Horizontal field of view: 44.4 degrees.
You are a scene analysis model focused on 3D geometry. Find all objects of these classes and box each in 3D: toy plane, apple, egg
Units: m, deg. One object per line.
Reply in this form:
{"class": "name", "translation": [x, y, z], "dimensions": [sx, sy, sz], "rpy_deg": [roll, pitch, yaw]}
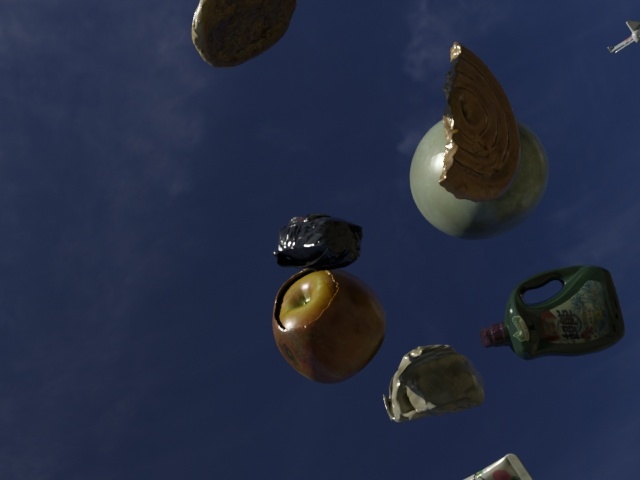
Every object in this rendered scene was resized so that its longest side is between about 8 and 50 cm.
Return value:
{"class": "toy plane", "translation": [0.556, -0.357, 1.285], "dimensions": [0.171, 0.162, 0.065], "rpy_deg": [-26, -94, -30]}
{"class": "apple", "translation": [0.009, 0.162, 1.550], "dimensions": [0.207, 0.237, 0.237], "rpy_deg": [42, -119, -12]}
{"class": "egg", "translation": [0.308, -0.130, 1.551], "dimensions": [0.259, 0.352, 0.258], "rpy_deg": [1, -96, -8]}

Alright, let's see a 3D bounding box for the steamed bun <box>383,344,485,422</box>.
{"class": "steamed bun", "translation": [0.232, 0.291, 1.652], "dimensions": [0.211, 0.218, 0.144], "rpy_deg": [-17, -94, 14]}

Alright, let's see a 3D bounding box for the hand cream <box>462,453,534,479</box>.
{"class": "hand cream", "translation": [0.184, 0.346, 1.011], "dimensions": [0.050, 0.234, 0.080], "rpy_deg": [-22, -104, -50]}

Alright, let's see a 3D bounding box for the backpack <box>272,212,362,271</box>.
{"class": "backpack", "translation": [0.004, 0.000, 1.449], "dimensions": [0.120, 0.165, 0.105], "rpy_deg": [15, -109, -39]}

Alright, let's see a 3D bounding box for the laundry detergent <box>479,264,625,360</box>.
{"class": "laundry detergent", "translation": [0.365, 0.121, 1.270], "dimensions": [0.222, 0.078, 0.144], "rpy_deg": [-12, -99, 11]}

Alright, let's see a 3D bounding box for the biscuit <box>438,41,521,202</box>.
{"class": "biscuit", "translation": [0.204, -0.137, 0.983], "dimensions": [0.145, 0.033, 0.224], "rpy_deg": [31, -126, -28]}

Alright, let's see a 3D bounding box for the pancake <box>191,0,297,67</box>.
{"class": "pancake", "translation": [-0.091, -0.281, 0.980], "dimensions": [0.158, 0.158, 0.028], "rpy_deg": [-26, -123, -31]}
